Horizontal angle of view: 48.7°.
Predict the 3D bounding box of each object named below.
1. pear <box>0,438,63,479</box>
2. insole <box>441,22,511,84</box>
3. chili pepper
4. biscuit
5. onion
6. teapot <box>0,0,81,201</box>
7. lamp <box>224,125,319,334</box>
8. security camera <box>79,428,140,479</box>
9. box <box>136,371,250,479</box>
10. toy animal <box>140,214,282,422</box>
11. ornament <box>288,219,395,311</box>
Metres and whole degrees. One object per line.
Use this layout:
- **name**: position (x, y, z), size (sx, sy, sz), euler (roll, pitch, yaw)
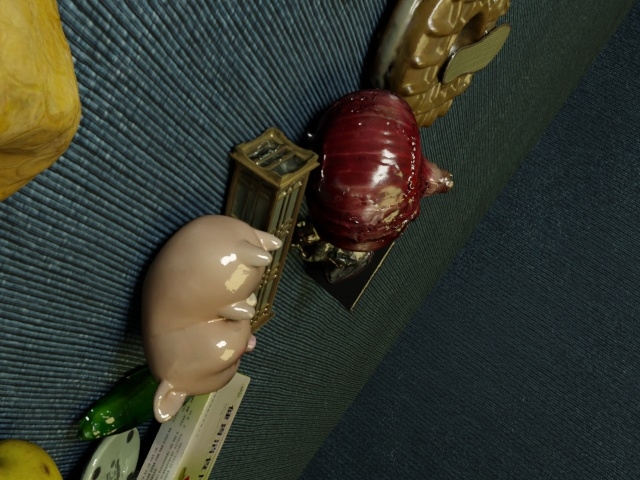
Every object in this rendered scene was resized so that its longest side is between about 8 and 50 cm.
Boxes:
- **pear**: position (-0.357, 0.306, 0.767), size (0.267, 0.266, 0.178), euler (69, 33, -67)
- **insole**: position (0.257, -0.302, 1.152), size (0.253, 0.005, 0.086), euler (-36, 153, -46)
- **chili pepper**: position (-0.269, 0.243, 1.026), size (0.216, 0.062, 0.108), euler (-12, 134, -61)
- **biscuit**: position (0.194, -0.329, 1.121), size (0.332, 0.103, 0.332), euler (-46, 158, -24)
- **onion**: position (0.082, -0.094, 1.029), size (0.252, 0.219, 0.252), euler (12, 90, -89)
- **teapot**: position (-0.260, -0.085, 0.382), size (0.311, 0.167, 0.203), euler (-33, -177, -4)
- **lamp**: position (-0.093, 0.002, 1.006), size (0.089, 0.090, 0.325), euler (-36, 154, -44)
- **security camera**: position (-0.348, 0.409, 1.093), size (0.157, 0.080, 0.302), euler (-49, 154, -60)
- **box**: position (-0.218, 0.336, 1.207), size (0.175, 0.062, 0.261), euler (59, 52, -71)
- **toy animal**: position (-0.152, 0.088, 0.905), size (0.166, 0.154, 0.250), euler (-48, 156, -73)
- **ornament**: position (0.000, 0.000, 1.255), size (0.196, 0.153, 0.166), euler (26, 98, -47)
